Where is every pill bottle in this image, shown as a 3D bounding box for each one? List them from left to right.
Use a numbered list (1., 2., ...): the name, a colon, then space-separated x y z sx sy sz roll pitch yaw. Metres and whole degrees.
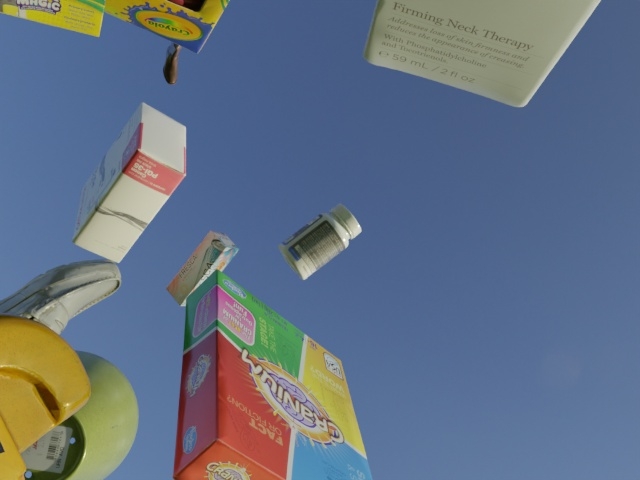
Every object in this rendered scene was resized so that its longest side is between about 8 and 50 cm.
1. pill bottle: 0.000 0.000 1.199 0.078 0.137 0.078 51 -8 10

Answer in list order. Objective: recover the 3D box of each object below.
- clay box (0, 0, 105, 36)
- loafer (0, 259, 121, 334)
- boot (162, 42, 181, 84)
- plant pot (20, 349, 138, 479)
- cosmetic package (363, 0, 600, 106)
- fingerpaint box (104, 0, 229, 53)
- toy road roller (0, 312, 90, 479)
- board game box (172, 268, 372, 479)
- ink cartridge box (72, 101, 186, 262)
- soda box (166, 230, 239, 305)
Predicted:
1. clay box: -0.397 -0.316 0.867 0.221 0.127 0.053 9 -75 -25
2. loafer: -0.447 0.130 1.053 0.111 0.319 0.112 48 -35 19
3. boot: -0.363 -0.457 1.686 0.114 0.037 0.107 157 -71 -63
4. plant pot: -0.468 0.338 1.201 0.275 0.275 0.293 45 -15 -4
5. cosmetic package: 0.289 -0.500 1.149 0.329 0.328 0.394 16 -21 0
6. fingerpaint box: -0.332 -0.538 1.090 0.444 0.163 0.371 21 -23 -21
7. toy road roller: -0.329 0.097 0.500 0.202 0.240 0.330 -12 -76 31
8. board game box: -0.053 0.197 0.799 0.242 0.317 0.064 40 -75 -25
9. ink cartridge box: -0.413 -0.123 1.466 0.117 0.207 0.283 28 -61 -30
10. soda box: -0.272 0.066 1.555 0.063 0.058 0.183 45 -76 23
